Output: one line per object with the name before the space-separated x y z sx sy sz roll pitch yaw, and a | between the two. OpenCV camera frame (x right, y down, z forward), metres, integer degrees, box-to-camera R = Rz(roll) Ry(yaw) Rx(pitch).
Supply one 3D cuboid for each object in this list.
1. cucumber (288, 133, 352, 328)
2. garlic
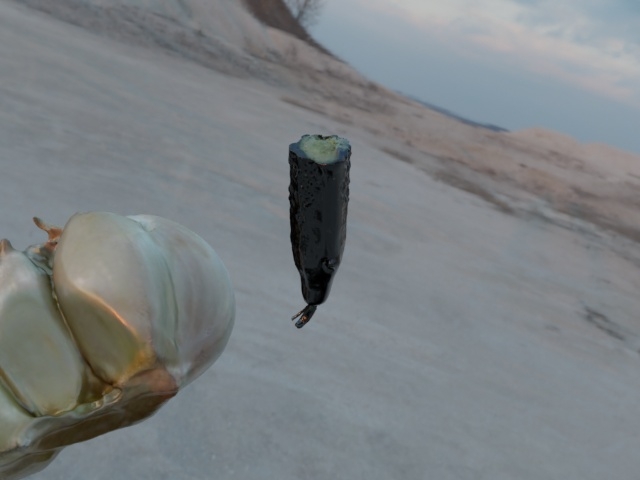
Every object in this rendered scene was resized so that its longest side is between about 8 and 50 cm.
cucumber | 0.000 0.000 0.579 0.043 0.163 0.039 -20 48 -18
garlic | -0.213 0.076 0.748 0.203 0.281 0.184 61 -4 15
